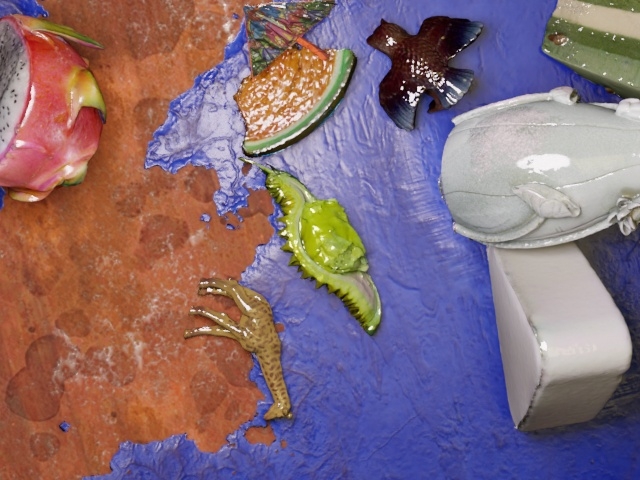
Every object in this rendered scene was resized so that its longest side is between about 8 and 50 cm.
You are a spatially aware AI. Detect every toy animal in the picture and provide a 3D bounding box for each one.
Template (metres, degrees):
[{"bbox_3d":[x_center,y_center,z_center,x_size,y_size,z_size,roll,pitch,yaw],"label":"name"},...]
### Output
[{"bbox_3d":[0.162,-0.296,1.864,0.179,0.116,0.218,36,98,-5],"label":"toy animal"},{"bbox_3d":[-0.119,0.176,1.917,0.149,0.054,0.275,-45,95,3],"label":"toy animal"}]

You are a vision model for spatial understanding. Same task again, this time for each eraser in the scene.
[{"bbox_3d":[0.378,0.157,1.808,0.149,0.331,0.331,-8,94,-2],"label":"eraser"}]

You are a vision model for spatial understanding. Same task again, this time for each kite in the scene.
[{"bbox_3d":[-0.062,-0.339,1.863,0.189,0.009,0.232,34,61,23],"label":"kite"}]

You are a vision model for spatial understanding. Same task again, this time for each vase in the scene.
[{"bbox_3d":[0.417,-0.118,1.745,0.445,0.250,0.250,-4,95,34],"label":"vase"}]

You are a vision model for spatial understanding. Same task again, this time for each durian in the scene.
[{"bbox_3d":[-0.004,0.002,1.885,0.132,0.106,0.375,-35,99,-5],"label":"durian"}]

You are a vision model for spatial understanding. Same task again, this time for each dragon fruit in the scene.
[{"bbox_3d":[-0.443,-0.194,1.785,0.189,0.290,0.291,17,93,-38],"label":"dragon fruit"}]

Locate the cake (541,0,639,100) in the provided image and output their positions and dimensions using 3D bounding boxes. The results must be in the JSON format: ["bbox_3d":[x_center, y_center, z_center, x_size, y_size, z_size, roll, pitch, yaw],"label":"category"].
[{"bbox_3d":[0.519,-0.322,1.853,0.283,0.172,0.158,25,90,-2],"label":"cake"}]

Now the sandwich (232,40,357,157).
[{"bbox_3d":[-0.053,-0.234,1.885,0.159,0.079,0.235,30,88,7],"label":"sandwich"}]
